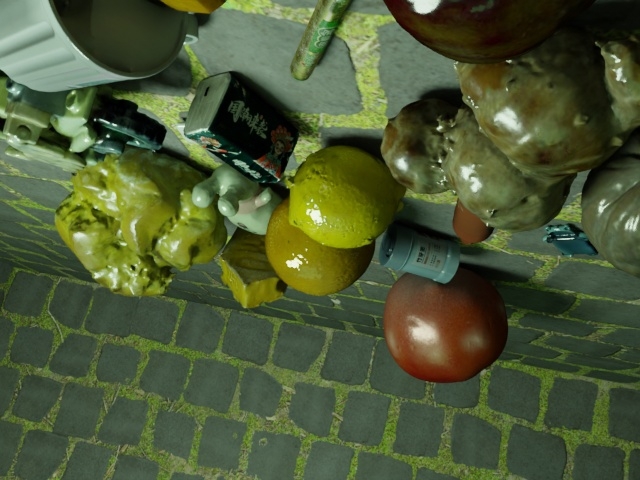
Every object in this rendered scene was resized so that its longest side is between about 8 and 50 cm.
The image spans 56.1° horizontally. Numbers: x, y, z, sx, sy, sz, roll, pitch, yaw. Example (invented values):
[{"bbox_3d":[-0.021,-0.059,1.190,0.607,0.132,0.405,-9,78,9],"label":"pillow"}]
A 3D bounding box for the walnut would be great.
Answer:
[{"bbox_3d":[0.452,-0.044,0.777,0.224,0.224,0.224,12,163,4],"label":"walnut"}]

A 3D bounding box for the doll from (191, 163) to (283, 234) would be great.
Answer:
[{"bbox_3d":[-0.146,-0.081,1.253,0.154,0.113,0.275,13,172,27],"label":"doll"}]

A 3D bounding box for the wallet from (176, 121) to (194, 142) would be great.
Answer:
[{"bbox_3d":[-0.189,-0.190,1.062,0.122,0.025,0.061,8,164,17],"label":"wallet"}]

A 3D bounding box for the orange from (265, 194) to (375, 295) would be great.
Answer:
[{"bbox_3d":[0.000,0.000,1.195,0.236,0.237,0.236,12,163,4],"label":"orange"}]

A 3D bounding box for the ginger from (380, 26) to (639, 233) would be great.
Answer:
[{"bbox_3d":[0.235,-0.128,0.710,0.256,0.176,0.375,32,160,-7],"label":"ginger"}]

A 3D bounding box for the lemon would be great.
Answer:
[{"bbox_3d":[0.043,-0.074,1.016,0.206,0.174,0.173,0,162,1],"label":"lemon"}]

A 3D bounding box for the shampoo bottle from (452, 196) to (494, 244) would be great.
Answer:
[{"bbox_3d":[0.284,-0.044,1.090,0.085,0.086,0.244,9,165,12],"label":"shampoo bottle"}]

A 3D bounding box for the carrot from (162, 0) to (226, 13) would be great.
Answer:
[{"bbox_3d":[-0.168,-0.318,0.500,0.114,0.114,0.302,6,161,21],"label":"carrot"}]

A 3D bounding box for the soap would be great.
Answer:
[{"bbox_3d":[-0.137,0.042,1.372,0.160,0.258,0.080,8,129,11],"label":"soap"}]

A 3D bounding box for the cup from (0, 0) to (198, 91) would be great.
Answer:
[{"bbox_3d":[-0.263,-0.247,0.704,0.201,0.167,0.221,2,158,40],"label":"cup"}]

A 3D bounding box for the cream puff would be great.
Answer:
[{"bbox_3d":[-0.391,-0.021,1.305,0.377,0.276,0.378,9,157,4],"label":"cream puff"}]

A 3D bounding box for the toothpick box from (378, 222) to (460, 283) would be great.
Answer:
[{"bbox_3d":[0.218,0.028,1.331,0.153,0.101,0.101,15,163,-13],"label":"toothpick box"}]

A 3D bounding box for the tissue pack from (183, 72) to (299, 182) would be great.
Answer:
[{"bbox_3d":[-0.123,-0.172,0.945,0.090,0.103,0.170,6,163,43],"label":"tissue pack"}]

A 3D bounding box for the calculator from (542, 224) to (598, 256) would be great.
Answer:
[{"bbox_3d":[0.491,0.001,1.184,0.094,0.019,0.141,-4,154,43],"label":"calculator"}]

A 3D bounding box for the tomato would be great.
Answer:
[{"bbox_3d":[0.309,0.201,1.520,0.321,0.322,0.321,12,163,4],"label":"tomato"}]

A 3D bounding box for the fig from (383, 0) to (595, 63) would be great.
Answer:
[{"bbox_3d":[0.174,-0.261,0.388,0.320,0.217,0.217,-24,151,15],"label":"fig"}]

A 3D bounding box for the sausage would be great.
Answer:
[{"bbox_3d":[0.004,-0.254,0.702,0.032,0.033,0.269,17,163,-12],"label":"sausage"}]

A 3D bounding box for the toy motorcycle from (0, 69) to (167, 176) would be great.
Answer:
[{"bbox_3d":[-0.430,-0.205,0.940,0.409,0.169,0.237,10,174,39],"label":"toy motorcycle"}]
